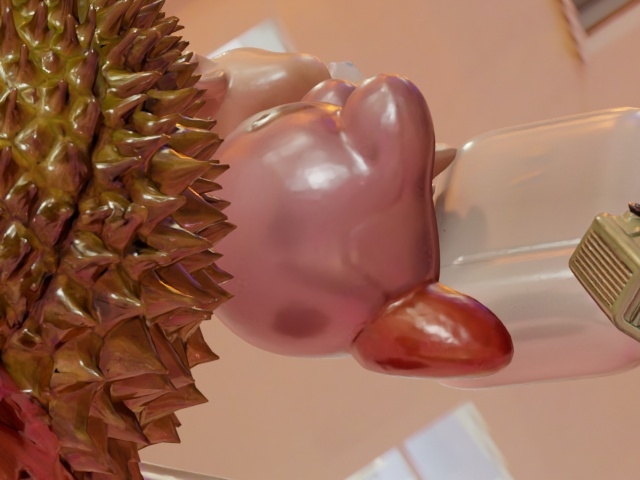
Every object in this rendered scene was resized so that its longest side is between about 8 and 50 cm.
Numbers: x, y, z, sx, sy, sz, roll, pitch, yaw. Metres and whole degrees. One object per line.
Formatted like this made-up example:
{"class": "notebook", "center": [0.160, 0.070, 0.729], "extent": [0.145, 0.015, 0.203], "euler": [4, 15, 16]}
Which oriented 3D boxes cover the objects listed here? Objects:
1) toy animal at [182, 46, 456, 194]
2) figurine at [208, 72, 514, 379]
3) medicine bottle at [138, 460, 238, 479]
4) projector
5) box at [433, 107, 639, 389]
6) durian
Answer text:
{"class": "toy animal", "center": [-0.019, -0.108, 1.667], "extent": [0.256, 0.213, 0.195], "euler": [44, -29, 15]}
{"class": "figurine", "center": [-0.003, 0.009, 1.319], "extent": [0.269, 0.211, 0.261], "euler": [16, -56, 70]}
{"class": "medicine bottle", "center": [0.046, 0.226, 1.037], "extent": [0.426, 0.108, 0.108], "euler": [15, 11, -20]}
{"class": "projector", "center": [0.354, 0.074, 1.319], "extent": [0.269, 0.088, 0.193], "euler": [26, 14, -16]}
{"class": "box", "center": [0.243, 0.005, 1.667], "extent": [0.349, 0.288, 0.141], "euler": [-72, 145, -45]}
{"class": "durian", "center": [-0.212, 0.004, 0.756], "extent": [0.347, 0.384, 0.347], "euler": [31, 0, 0]}
